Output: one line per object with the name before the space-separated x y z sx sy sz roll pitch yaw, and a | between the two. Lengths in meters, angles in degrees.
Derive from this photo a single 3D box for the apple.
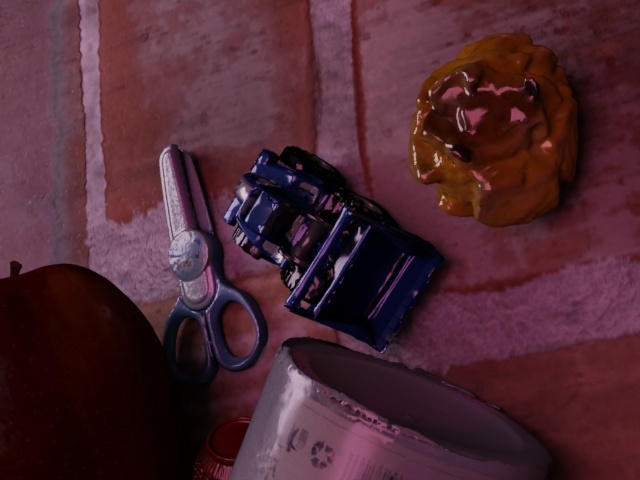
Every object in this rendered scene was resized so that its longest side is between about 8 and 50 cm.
apple | -0.269 0.180 1.197 0.288 0.288 0.317 -25 80 27

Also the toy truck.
toy truck | 0.000 0.000 1.145 0.208 0.126 0.113 38 102 32

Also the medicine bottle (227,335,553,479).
medicine bottle | 0.025 0.257 1.013 0.245 0.245 0.290 27 98 34

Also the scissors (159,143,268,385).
scissors | -0.129 0.019 1.284 0.125 0.030 0.256 -22 73 29

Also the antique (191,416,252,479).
antique | -0.073 0.223 1.169 0.104 0.104 0.104 -7 77 32

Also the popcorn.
popcorn | 0.148 -0.094 1.064 0.148 0.152 0.167 -6 87 13
